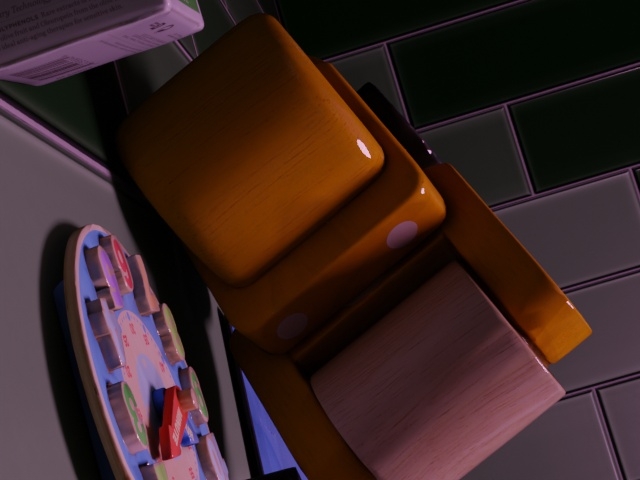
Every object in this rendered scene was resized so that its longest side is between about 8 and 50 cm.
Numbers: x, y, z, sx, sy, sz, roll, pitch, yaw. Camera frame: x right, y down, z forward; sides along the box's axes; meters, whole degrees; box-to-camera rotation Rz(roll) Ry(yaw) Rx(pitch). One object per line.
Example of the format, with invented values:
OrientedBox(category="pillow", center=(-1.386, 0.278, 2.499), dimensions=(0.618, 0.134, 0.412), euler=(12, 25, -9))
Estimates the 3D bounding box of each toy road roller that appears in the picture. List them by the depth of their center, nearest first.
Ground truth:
OrientedBox(category="toy road roller", center=(0.000, 0.000, 0.869), dimensions=(0.240, 0.202, 0.329), euler=(45, 7, -50))

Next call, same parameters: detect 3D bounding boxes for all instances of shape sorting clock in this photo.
OrientedBox(category="shape sorting clock", center=(-0.085, 0.088, 0.675), dimensions=(0.206, 0.040, 0.206), euler=(-16, 90, -86))

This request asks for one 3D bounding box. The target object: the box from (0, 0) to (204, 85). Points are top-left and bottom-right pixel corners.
OrientedBox(category="box", center=(-0.122, -0.132, 0.625), dimensions=(0.101, 0.102, 0.087), euler=(-41, 112, -84))

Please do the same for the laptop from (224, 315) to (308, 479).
OrientedBox(category="laptop", center=(0.102, 0.284, 1.112), dimensions=(0.382, 0.407, 0.236), euler=(64, 44, -62))

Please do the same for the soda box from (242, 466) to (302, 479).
OrientedBox(category="soda box", center=(-0.020, 0.233, 0.804), dimensions=(0.053, 0.060, 0.169), euler=(76, 0, -65))
